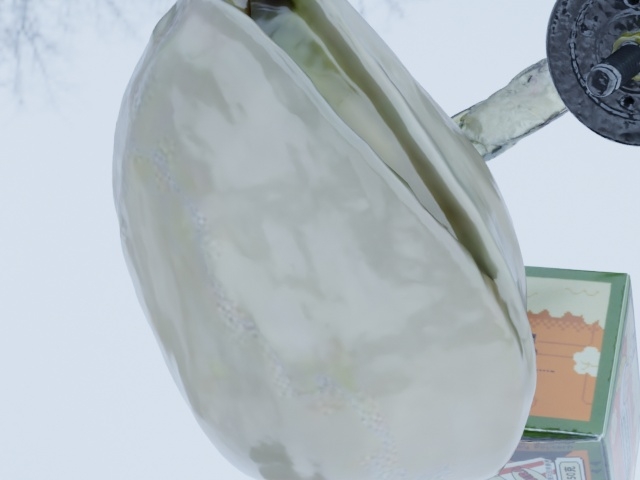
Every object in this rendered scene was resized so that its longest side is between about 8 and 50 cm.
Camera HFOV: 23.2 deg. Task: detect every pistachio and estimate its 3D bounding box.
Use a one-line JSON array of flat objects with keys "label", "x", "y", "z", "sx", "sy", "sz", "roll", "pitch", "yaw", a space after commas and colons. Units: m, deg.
[{"label": "pistachio", "x": 0.000, "y": 0.000, "z": 0.818, "sx": 0.208, "sy": 0.331, "sz": 0.226, "roll": -38, "pitch": -155, "yaw": -31}]

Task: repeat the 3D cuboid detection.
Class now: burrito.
[{"label": "burrito", "x": 0.228, "y": -0.155, "z": 1.627, "sx": 0.058, "sy": 0.229, "sz": 0.063, "roll": 50, "pitch": -165, "yaw": -33}]

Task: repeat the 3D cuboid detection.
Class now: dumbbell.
[{"label": "dumbbell", "x": 0.265, "y": -0.161, "z": 1.166, "sx": 0.143, "sy": 0.143, "sz": 0.325, "roll": 35, "pitch": -146, "yaw": 15}]

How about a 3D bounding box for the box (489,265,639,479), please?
[{"label": "box", "x": 0.133, "y": 0.129, "z": 1.122, "sx": 0.178, "sy": 0.195, "sz": 0.148, "roll": 5, "pitch": -127, "yaw": 18}]
